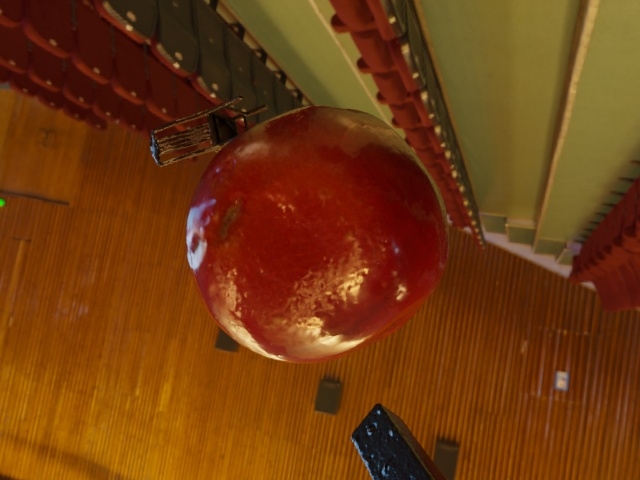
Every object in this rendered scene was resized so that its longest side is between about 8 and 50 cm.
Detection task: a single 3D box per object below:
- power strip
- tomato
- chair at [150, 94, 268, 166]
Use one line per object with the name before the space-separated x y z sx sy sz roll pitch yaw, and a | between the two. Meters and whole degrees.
power strip | 0.057 0.156 0.365 0.029 0.038 0.111 39 -177 -23
tomato | 0.000 0.000 0.701 0.290 0.325 0.293 54 -171 17
chair | -0.202 -0.191 1.007 0.212 0.084 0.101 -15 174 24
